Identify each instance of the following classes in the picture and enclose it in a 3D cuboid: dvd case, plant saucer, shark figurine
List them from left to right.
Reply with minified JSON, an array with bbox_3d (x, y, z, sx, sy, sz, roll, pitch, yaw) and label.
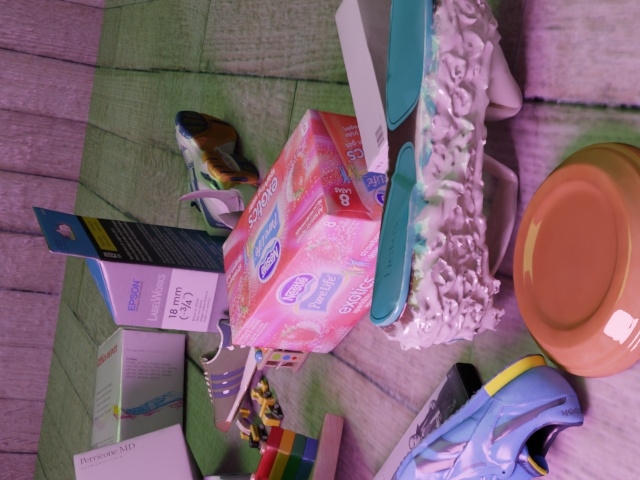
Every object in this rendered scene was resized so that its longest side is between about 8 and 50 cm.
[{"bbox_3d":[-0.112,-0.033,1.522,0.278,0.116,0.166,54,129,43],"label":"shark figurine"},{"bbox_3d":[0.117,0.266,1.046,0.179,0.030,0.238,-107,33,-43],"label":"dvd case"},{"bbox_3d":[0.221,0.014,0.877,0.200,0.037,0.200,-173,90,-66],"label":"plant saucer"}]

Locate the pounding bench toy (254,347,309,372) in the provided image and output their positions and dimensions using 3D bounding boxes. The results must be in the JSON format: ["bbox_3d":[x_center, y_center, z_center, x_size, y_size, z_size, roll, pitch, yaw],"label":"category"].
[{"bbox_3d":[-0.052,0.135,1.425,0.083,0.065,0.052,121,148,-42],"label":"pounding bench toy"}]

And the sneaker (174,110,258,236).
[{"bbox_3d":[-0.197,-0.118,1.777,0.296,0.112,0.131,-117,41,-54],"label":"sneaker"}]

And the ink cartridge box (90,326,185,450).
[{"bbox_3d":[-0.345,0.336,1.954,0.226,0.131,0.306,146,128,-61],"label":"ink cartridge box"}]

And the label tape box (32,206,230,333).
[{"bbox_3d":[-0.275,0.048,1.624,0.240,0.334,0.105,-141,61,-63],"label":"label tape box"}]

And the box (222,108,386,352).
[{"bbox_3d":[0.000,0.000,1.251,0.300,0.142,0.154,127,142,-49],"label":"box"}]

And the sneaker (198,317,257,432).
[{"bbox_3d":[-0.144,0.196,1.573,0.064,0.086,0.192,-64,-2,-63],"label":"sneaker"}]

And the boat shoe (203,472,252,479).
[{"bbox_3d":[-0.121,0.376,1.503,0.228,0.080,0.076,156,112,-64],"label":"boat shoe"}]

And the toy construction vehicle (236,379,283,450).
[{"bbox_3d":[-0.092,0.256,1.520,0.098,0.035,0.086,-117,41,-52],"label":"toy construction vehicle"}]

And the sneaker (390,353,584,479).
[{"bbox_3d":[0.142,0.193,0.915,0.209,0.069,0.082,-47,54,23],"label":"sneaker"}]

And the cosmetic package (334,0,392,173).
[{"bbox_3d":[0.086,-0.178,1.167,0.060,0.099,0.239,122,147,-48],"label":"cosmetic package"}]

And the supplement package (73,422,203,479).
[{"bbox_3d":[-0.248,0.456,1.557,0.175,0.178,0.293,79,172,-46],"label":"supplement package"}]

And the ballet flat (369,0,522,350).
[{"bbox_3d":[0.126,-0.094,1.008,0.147,0.147,0.408,166,111,-65],"label":"ballet flat"}]

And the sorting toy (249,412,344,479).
[{"bbox_3d":[-0.063,0.364,1.231,0.257,0.089,0.255,-75,3,-65],"label":"sorting toy"}]
